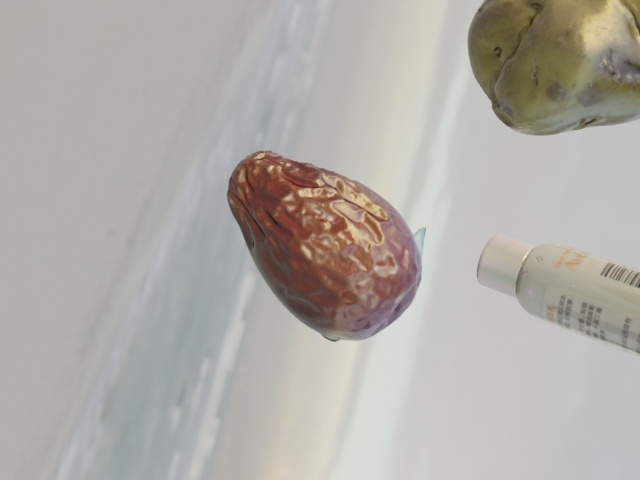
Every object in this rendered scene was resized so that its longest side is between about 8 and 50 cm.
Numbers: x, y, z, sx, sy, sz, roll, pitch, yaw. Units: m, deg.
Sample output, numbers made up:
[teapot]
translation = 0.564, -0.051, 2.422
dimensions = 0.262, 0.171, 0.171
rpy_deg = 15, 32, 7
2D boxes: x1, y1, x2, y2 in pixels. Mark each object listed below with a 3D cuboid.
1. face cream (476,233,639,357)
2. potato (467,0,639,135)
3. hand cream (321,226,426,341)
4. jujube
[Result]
[face cream]
translation = 0.278, 0.059, 1.574
dimensions = 0.082, 0.269, 0.082
rpy_deg = -45, 146, -42
[potato]
translation = 0.220, -0.158, 1.295
dimensions = 0.137, 0.200, 0.154
rpy_deg = 92, -25, -59
[hand cream]
translation = 0.074, 0.058, 2.096
dimensions = 0.331, 0.058, 0.085
rpy_deg = -34, 128, -66
[jujube]
translation = 0.000, 0.000, 1.759
dimensions = 0.168, 0.236, 0.168
rpy_deg = -47, 170, -10
